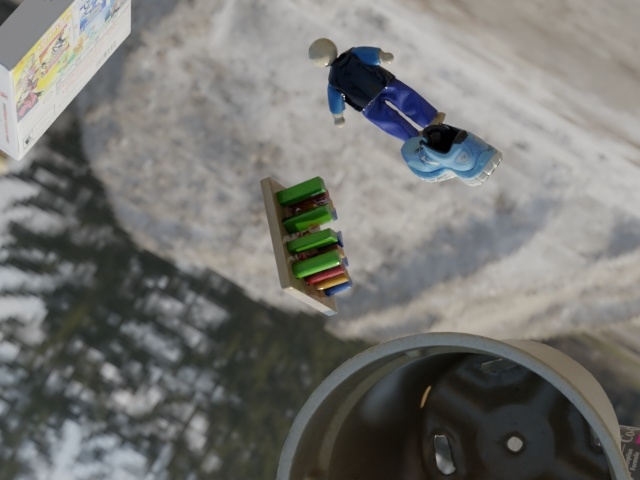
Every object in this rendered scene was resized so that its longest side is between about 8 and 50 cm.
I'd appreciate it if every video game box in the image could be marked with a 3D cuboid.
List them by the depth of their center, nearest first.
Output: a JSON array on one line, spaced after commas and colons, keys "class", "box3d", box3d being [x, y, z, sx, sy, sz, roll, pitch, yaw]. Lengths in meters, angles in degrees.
[{"class": "video game box", "box3d": [-0.268, -0.206, 1.728, 0.048, 0.205, 0.187, 33, 154, 6]}]

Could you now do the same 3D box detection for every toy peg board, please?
[{"class": "toy peg board", "box3d": [0.000, 0.000, 2.266, 0.160, 0.079, 0.161, 33, -138, -61]}]

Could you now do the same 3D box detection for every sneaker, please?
[{"class": "sneaker", "box3d": [0.139, -0.109, 1.903, 0.073, 0.063, 0.162, 45, 162, -24]}]

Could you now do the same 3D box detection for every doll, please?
[{"class": "doll", "box3d": [0.061, -0.186, 2.115, 0.189, 0.129, 0.046, 38, -147, -10]}]

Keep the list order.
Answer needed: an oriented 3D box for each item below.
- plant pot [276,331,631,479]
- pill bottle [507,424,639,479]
[{"class": "plant pot", "box3d": [0.161, 0.228, 1.641, 0.333, 0.334, 0.305, 31, -165, 12]}, {"class": "pill bottle", "box3d": [0.355, 0.313, 2.133, 0.278, 0.162, 0.162, 6, 171, 22]}]
